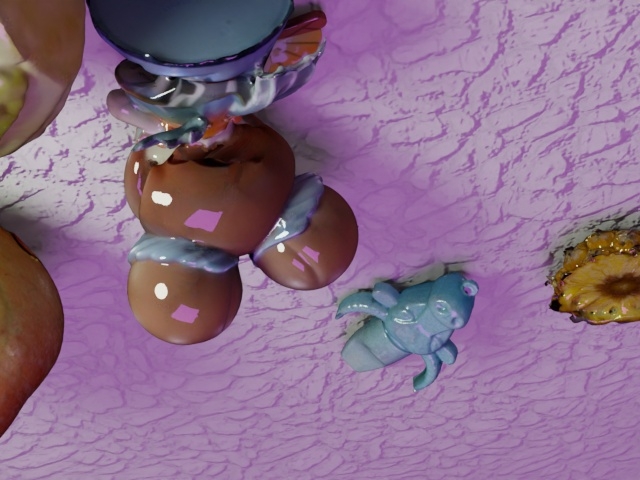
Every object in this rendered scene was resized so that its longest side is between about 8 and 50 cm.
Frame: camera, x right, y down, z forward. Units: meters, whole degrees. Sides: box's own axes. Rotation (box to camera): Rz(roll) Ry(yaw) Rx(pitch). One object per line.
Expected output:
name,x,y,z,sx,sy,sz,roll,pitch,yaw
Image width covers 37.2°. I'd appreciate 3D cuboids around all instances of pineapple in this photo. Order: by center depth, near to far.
pineapple,0.420,0.045,1.345,0.224,0.076,0.225,-1,144,-1

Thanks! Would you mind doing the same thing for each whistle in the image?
whistle,0.131,0.125,1.410,0.186,0.093,0.274,42,130,-12

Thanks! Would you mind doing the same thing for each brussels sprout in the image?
brussels sprout,-0.320,-0.194,0.805,0.294,0.259,0.227,10,-169,35

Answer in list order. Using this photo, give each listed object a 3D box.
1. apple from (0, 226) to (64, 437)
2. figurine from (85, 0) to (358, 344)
apple,-0.494,0.102,1.138,0.338,0.338,0.305,-29,117,28
figurine,-0.101,-0.095,0.995,0.276,0.248,0.388,-21,149,-19
